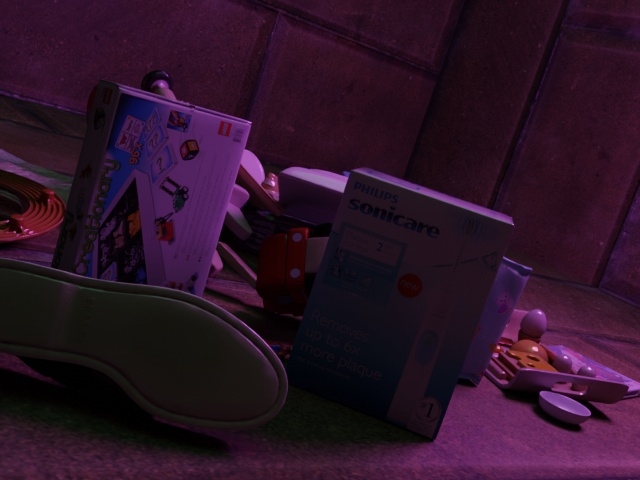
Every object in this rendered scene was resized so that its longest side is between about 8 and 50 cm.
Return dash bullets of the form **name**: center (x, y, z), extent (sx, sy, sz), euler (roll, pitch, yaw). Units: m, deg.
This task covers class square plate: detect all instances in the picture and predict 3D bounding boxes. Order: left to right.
- **square plate**: center (0.082, -0.062, 1.646), extent (0.344, 0.049, 0.347), euler (16, -10, 0)

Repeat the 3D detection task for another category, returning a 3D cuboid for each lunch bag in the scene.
- **lunch bag**: center (0.200, 0.090, 1.381), extent (0.160, 0.223, 0.262), euler (20, 6, -28)

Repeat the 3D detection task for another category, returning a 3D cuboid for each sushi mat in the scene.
- **sushi mat**: center (-0.206, -0.172, 1.675), extent (0.316, 0.019, 0.151), euler (48, -13, -27)

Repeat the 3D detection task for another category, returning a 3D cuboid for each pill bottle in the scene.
- **pill bottle**: center (-0.241, -0.129, 1.885), extent (0.208, 0.117, 0.117), euler (-19, -16, 36)

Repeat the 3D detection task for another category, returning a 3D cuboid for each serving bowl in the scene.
- **serving bowl**: center (0.386, 0.271, 1.288), extent (0.083, 0.027, 0.083), euler (18, 10, -3)

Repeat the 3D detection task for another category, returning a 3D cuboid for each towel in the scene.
- **towel**: center (-0.593, -0.112, 1.541), extent (0.317, 0.053, 0.332), euler (21, 11, 12)

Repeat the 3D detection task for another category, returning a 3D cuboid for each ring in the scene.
- **ring**: center (-0.572, -0.076, 1.265), extent (0.337, 0.032, 0.336), euler (14, 20, -5)

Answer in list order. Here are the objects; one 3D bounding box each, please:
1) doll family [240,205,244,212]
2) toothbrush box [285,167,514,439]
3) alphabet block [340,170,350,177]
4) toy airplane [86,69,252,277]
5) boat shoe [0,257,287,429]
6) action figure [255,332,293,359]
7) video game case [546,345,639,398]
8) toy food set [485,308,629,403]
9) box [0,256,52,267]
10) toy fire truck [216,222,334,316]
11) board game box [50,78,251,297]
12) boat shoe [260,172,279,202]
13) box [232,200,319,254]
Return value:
- **doll family**: center (-0.227, -0.106, 2.105), extent (0.163, 0.118, 0.263), euler (17, -11, 33)
- **toothbrush box**: center (0.104, 0.075, 1.062), extent (0.216, 0.295, 0.126), euler (21, 9, 9)
- **alphabet block**: center (0.120, -0.058, 2.150), extent (0.193, 0.197, 0.192), euler (18, 10, -3)
- **toy airplane**: center (-0.306, -0.100, 1.533), extent (0.384, 0.272, 0.386), euler (56, -2, -5)
- **boat shoe**: center (-0.202, 0.110, 0.833), extent (0.340, 0.127, 0.113), euler (14, -13, -10)
- **action figure**: center (-0.086, 0.145, 1.117), extent (0.115, 0.030, 0.038), euler (17, 4, -24)
- **video game case**: center (0.533, 0.263, 1.629), extent (0.201, 0.023, 0.183), euler (26, 12, 39)
- **toy food set**: center (0.382, 0.192, 1.473), extent (0.220, 0.092, 0.306), euler (11, 14, -19)
- **box**: center (-0.357, 0.060, 1.078), extent (0.162, 0.029, 0.116), euler (7, 15, -44)
- **toy fire truck**: center (-0.064, 0.051, 1.280), extent (0.246, 0.158, 0.217), euler (-2, -25, 11)
- **board game box**: center (-0.211, -0.023, 0.982), extent (0.193, 0.305, 0.053), euler (10, 10, -43)
- **boat shoe**: center (-0.078, -0.113, 1.842), extent (0.068, 0.072, 0.190), euler (16, -2, 20)
- **box**: center (0.000, 0.000, 1.895), extent (0.395, 0.097, 0.318), euler (17, 8, -6)
